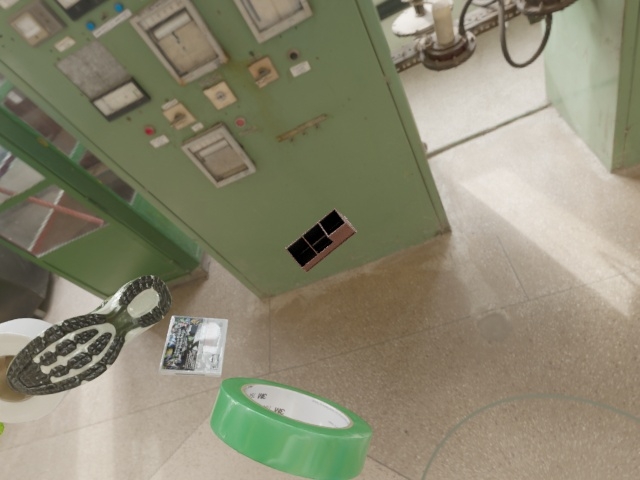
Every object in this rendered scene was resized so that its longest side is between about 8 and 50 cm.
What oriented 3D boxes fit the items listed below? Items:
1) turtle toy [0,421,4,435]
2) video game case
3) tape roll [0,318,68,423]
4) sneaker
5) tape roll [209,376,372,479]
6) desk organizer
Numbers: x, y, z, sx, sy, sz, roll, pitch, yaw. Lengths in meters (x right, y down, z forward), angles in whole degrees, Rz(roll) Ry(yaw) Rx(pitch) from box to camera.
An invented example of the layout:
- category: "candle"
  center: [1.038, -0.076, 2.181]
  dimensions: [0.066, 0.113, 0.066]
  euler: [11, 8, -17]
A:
- category: "turtle toy"
  center: [-0.810, 0.464, 0.958]
  dimensions: [0.066, 0.130, 0.095]
  euler: [-41, 82, 13]
- category: "video game case"
  center: [-0.377, 0.316, 1.229]
  dimensions: [0.174, 0.022, 0.190]
  euler: [7, 45, -11]
- category: "tape roll"
  center: [-0.854, 0.373, 1.167]
  dimensions: [0.286, 0.286, 0.100]
  euler: [-37, 15, 1]
- category: "sneaker"
  center: [-0.570, 0.243, 1.024]
  dimensions: [0.182, 0.157, 0.410]
  euler: [-25, 8, 34]
- category: "tape roll"
  center: [-0.059, 0.369, 0.828]
  dimensions: [0.322, 0.321, 0.077]
  euler: [10, 79, 37]
- category: "desk organizer"
  center: [0.000, 0.000, 0.792]
  dimensions: [0.130, 0.050, 0.047]
  euler: [-39, 58, 9]
